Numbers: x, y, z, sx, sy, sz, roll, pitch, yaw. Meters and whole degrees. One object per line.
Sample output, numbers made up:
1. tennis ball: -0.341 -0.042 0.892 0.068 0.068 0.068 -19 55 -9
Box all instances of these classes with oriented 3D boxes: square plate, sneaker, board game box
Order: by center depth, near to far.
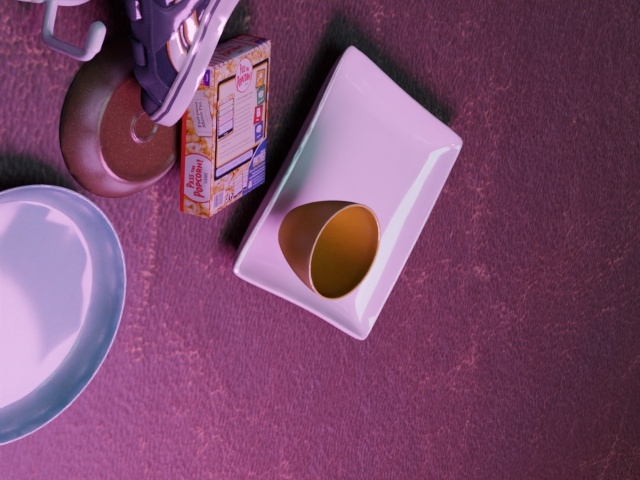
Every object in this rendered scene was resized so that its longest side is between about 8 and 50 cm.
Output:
1. sneaker: -0.156 -0.262 1.435 0.127 0.126 0.321 18 133 -16
2. board game box: -0.116 -0.143 1.655 0.147 0.045 0.194 -37 137 -57
3. square plate: 0.040 -0.060 1.912 0.347 0.049 0.344 32 84 -52

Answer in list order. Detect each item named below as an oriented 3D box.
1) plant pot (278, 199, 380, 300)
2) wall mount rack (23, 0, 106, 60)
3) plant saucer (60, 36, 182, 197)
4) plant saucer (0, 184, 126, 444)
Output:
1. plant pot: 0.000 0.000 1.779 0.134 0.095 0.134 -26 128 -38
2. wall mount rack: -0.292 -0.339 1.310 0.350 0.130 0.304 0 109 -50
3. plant saucer: -0.216 -0.139 1.581 0.198 0.036 0.199 -27 129 -39
4. plant saucer: -0.357 0.082 1.525 0.317 0.043 0.318 -25 127 -39
